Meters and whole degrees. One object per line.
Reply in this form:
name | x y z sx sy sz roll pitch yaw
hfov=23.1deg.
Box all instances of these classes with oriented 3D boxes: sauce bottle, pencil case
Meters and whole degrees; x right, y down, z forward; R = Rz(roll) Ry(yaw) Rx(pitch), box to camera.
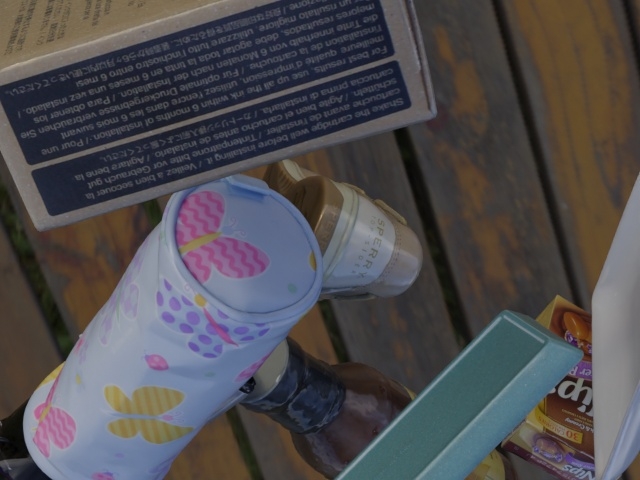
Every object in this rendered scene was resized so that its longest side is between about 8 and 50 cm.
sauce bottle | 0.048 0.180 1.414 0.111 0.111 0.344 -47 131 10
pencil case | -0.103 0.070 1.053 0.113 0.124 0.273 26 137 -15

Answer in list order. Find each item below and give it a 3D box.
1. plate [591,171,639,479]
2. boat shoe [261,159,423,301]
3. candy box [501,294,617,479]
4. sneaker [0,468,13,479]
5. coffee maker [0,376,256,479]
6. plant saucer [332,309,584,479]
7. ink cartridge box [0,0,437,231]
plate | 0.303 0.040 1.407 0.045 0.277 0.278 13 128 0
boat shoe | 0.000 0.000 1.231 0.098 0.302 0.109 22 87 -14
candy box | 0.252 0.152 1.546 0.109 0.186 0.053 29 134 -6
sneaker | -0.358 0.144 1.217 0.102 0.146 0.293 -38 127 18
coffee maker | -0.166 0.123 1.231 0.178 0.120 0.171 -47 139 7
plant saucer | 0.038 0.106 0.725 0.192 0.067 0.018 -44 112 -3
ink cartridge box | -0.054 -0.114 0.771 0.193 0.234 0.088 -15 117 5
